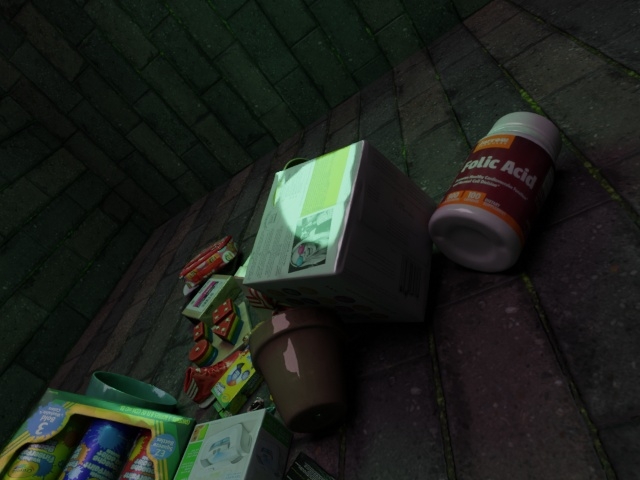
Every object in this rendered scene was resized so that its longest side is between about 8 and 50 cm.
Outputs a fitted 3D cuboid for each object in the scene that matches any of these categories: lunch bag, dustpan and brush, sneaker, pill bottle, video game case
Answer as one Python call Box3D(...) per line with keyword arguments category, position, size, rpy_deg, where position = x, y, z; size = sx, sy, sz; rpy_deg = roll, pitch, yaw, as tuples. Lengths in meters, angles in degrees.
Box3D(category="lunch bag", position=(-0.536, 0.110, 2.053), size=(0.293, 0.120, 0.258), rpy_deg=(-35, 14, 7))
Box3D(category="dustpan and brush", position=(-0.658, 0.231, 2.212), size=(0.147, 0.060, 0.211), rpy_deg=(-36, 30, -19))
Box3D(category="sneaker", position=(-0.356, 0.436, 1.404), size=(0.221, 0.128, 0.087), rpy_deg=(-50, 28, -18))
Box3D(category="pill bottle", position=(0.459, -0.133, 1.087), size=(0.224, 0.224, 0.392), rpy_deg=(0, 48, 53))
Box3D(category="video game case", position=(-0.484, 0.154, 2.127), size=(0.157, 0.019, 0.143), rpy_deg=(-33, 27, 17))

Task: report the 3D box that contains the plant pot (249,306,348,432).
Box3D(category="plant pot", position=(-0.033, 0.330, 1.048), size=(0.263, 0.263, 0.229), rpy_deg=(-34, 44, 13))

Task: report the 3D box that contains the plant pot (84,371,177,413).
Box3D(category="plant pot", position=(-0.665, 0.602, 1.403), size=(0.292, 0.293, 0.235), rpy_deg=(0, 63, 53))

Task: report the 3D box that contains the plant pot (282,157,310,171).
Box3D(category="plant pot", position=(-0.120, -0.177, 1.920), size=(0.293, 0.274, 0.275), rpy_deg=(-36, 22, 46))

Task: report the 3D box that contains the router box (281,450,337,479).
Box3D(category="router box", position=(-0.021, 0.547, 0.885), size=(0.133, 0.046, 0.178), rpy_deg=(-52, 28, -20))

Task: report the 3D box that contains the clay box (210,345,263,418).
Box3D(category="clay box", position=(-0.256, 0.445, 1.339), size=(0.222, 0.053, 0.127), rpy_deg=(-49, 30, -17))

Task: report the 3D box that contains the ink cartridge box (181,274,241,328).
Box3D(category="ink cartridge box", position=(-0.477, 0.265, 1.872), size=(0.193, 0.088, 0.235), rpy_deg=(-3, 46, 50))

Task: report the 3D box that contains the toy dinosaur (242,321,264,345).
Box3D(category="toy dinosaur", position=(-0.180, 0.290, 1.447), size=(0.112, 0.064, 0.211), rpy_deg=(18, 24, 24))

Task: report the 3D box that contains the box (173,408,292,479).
Box3D(category="box", position=(-0.222, 0.568, 1.034), size=(0.261, 0.127, 0.231), rpy_deg=(-24, 29, 29))

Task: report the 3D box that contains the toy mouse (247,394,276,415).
Box3D(category="toy mouse", position=(-0.157, 0.466, 1.158), size=(0.143, 0.031, 0.161), rpy_deg=(-30, 9, -39))

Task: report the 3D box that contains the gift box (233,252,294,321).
Box3D(category="gift box", position=(-0.090, 0.126, 1.351), size=(0.276, 0.255, 0.258), rpy_deg=(-1, 43, 33))

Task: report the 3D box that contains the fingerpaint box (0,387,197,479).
Box3D(category="fingerpaint box", position=(-0.589, 0.619, 1.083), size=(0.443, 0.163, 0.371), rpy_deg=(10, 41, 5))

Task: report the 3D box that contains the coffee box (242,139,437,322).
Box3D(category="coffee box", position=(0.061, 0.007, 1.105), size=(0.334, 0.337, 0.339), rpy_deg=(-11, 58, 44))

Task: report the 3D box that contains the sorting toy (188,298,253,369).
Box3D(category="sorting toy", position=(-0.388, 0.360, 1.606), size=(0.257, 0.089, 0.255), rpy_deg=(-40, 26, 2))
